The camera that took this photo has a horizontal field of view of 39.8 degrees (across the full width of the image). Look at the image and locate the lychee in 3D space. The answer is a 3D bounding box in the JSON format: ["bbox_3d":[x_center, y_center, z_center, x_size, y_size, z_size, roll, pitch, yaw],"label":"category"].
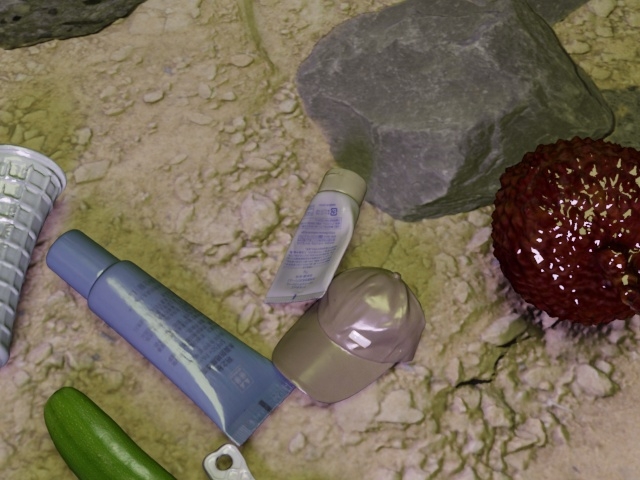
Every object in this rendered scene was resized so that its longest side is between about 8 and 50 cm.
[{"bbox_3d":[0.365,-0.012,1.196,0.264,0.264,0.300,-7,33,-6],"label":"lychee"}]

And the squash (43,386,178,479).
[{"bbox_3d":[-0.248,0.287,1.092,0.292,0.082,0.082,36,63,22],"label":"squash"}]

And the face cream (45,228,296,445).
[{"bbox_3d":[-0.215,0.118,1.205,0.385,0.086,0.135,36,47,14],"label":"face cream"}]

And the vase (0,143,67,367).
[{"bbox_3d":[-0.457,0.024,1.232,0.143,0.143,0.299,4,59,1],"label":"vase"}]

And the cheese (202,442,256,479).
[{"bbox_3d":[-0.070,0.366,1.051,0.248,0.071,0.163,31,61,17],"label":"cheese"}]

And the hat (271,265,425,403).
[{"bbox_3d":[0.031,0.118,1.187,0.166,0.144,0.173,37,38,23],"label":"hat"}]

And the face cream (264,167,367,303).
[{"bbox_3d":[0.000,0.000,1.292,0.114,0.070,0.224,-8,48,41],"label":"face cream"}]
